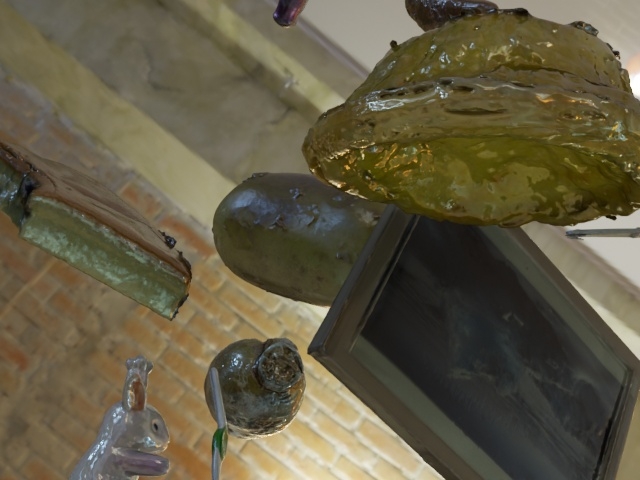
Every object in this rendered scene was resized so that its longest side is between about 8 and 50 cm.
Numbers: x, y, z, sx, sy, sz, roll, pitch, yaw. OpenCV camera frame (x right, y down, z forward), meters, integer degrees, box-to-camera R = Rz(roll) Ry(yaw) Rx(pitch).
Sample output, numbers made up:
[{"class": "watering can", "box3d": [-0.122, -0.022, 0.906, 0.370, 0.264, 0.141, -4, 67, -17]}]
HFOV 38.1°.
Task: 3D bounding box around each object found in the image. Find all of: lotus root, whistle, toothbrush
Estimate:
[{"class": "lotus root", "box3d": [-0.123, 0.270, 1.640, 0.175, 0.175, 0.349, 37, -25, 3]}, {"class": "whistle", "box3d": [-0.008, -0.319, 1.038, 0.033, 0.033, 0.176, 34, -60, 8]}, {"class": "toothbrush", "box3d": [-0.130, 0.254, 1.178, 0.030, 0.030, 0.304, 54, 8, -28]}]

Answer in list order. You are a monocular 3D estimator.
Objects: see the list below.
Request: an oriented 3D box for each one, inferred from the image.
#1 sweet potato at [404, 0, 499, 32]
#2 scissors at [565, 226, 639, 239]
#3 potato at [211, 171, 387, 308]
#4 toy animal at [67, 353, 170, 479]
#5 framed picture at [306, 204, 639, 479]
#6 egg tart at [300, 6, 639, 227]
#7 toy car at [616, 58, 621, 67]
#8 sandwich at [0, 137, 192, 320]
[{"class": "sweet potato", "box3d": [0.244, -0.474, 1.898, 0.092, 0.114, 0.341, 33, 9, -34]}, {"class": "scissors", "box3d": [0.550, -0.008, 1.553, 0.191, 0.360, 0.029, -30, -114, 59]}, {"class": "potato", "box3d": [0.000, 0.000, 1.237, 0.307, 0.210, 0.173, 14, -75, 16]}, {"class": "toy animal", "box3d": [-0.286, 0.319, 1.425, 0.138, 0.282, 0.140, 28, -21, -11]}, {"class": "framed picture", "box3d": [0.205, 0.135, 1.048, 0.446, 0.326, 0.028, 44, -37, -21]}, {"class": "egg tart", "box3d": [0.153, -0.102, 0.830, 0.345, 0.132, 0.345, 4, -14, 1]}, {"class": "toy car", "box3d": [0.386, -0.211, 1.421, 0.100, 0.097, 0.191, 53, -24, 40]}, {"class": "sandwich", "box3d": [-0.247, -0.038, 0.885, 0.212, 0.063, 0.245, 37, -2, -41]}]
